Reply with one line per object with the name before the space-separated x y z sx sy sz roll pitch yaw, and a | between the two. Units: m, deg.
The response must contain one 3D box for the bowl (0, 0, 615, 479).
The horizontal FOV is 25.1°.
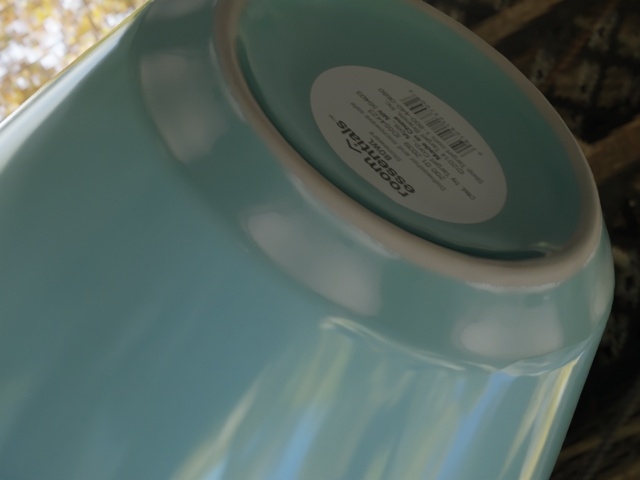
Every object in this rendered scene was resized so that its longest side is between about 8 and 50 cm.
bowl | 0.000 0.000 0.611 0.163 0.311 0.311 -55 -169 35
